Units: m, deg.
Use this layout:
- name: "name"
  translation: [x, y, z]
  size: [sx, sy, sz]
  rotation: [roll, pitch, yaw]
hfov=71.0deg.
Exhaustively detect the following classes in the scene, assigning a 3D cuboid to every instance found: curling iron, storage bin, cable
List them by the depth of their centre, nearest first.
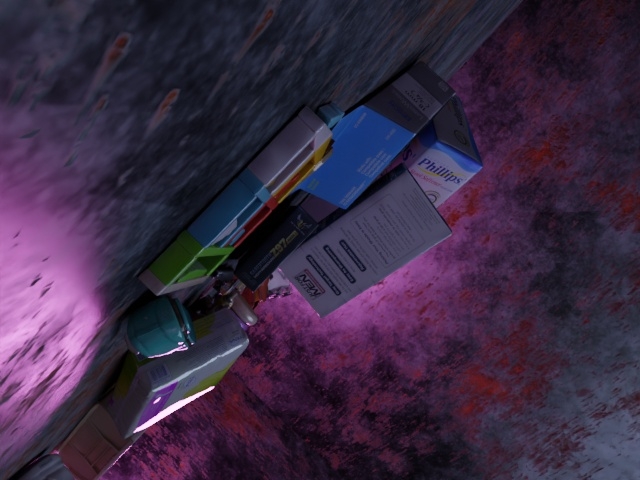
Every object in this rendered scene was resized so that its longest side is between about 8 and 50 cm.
- name: "curling iron"
  translation: [-0.205, 0.083, 0.958]
  size: [0.068, 0.035, 0.274]
  rotation: [-47, 180, -11]
- name: "cable"
  translation: [-0.301, 0.208, 1.063]
  size: [0.139, 0.072, 0.287]
  rotation: [-39, 175, -45]
- name: "storage bin"
  translation: [-0.481, 0.433, 1.127]
  size: [0.260, 0.123, 0.262]
  rotation: [-47, 180, 25]

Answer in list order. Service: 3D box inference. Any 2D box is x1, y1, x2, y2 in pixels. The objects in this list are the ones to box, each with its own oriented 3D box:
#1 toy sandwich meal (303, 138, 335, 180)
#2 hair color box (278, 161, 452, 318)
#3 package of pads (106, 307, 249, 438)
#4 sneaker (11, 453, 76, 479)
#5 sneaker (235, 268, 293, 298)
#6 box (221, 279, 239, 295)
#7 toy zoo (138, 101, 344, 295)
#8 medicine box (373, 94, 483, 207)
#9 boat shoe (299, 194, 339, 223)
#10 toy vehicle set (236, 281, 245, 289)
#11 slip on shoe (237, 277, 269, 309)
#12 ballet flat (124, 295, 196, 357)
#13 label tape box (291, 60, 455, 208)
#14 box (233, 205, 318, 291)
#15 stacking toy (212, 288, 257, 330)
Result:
- name: "toy sandwich meal"
  translation: [-0.013, -0.126, 0.693]
  size: [0.085, 0.029, 0.085]
  rotation: [-41, -169, 10]
- name: "hair color box"
  translation: [0.090, 0.003, 0.994]
  size: [0.347, 0.174, 0.105]
  rotation: [-35, -167, 15]
- name: "package of pads"
  translation: [-0.295, 0.275, 0.932]
  size: [0.229, 0.101, 0.296]
  rotation: [-21, 159, -43]
- name: "sneaker"
  translation: [-0.534, 0.509, 0.777]
  size: [0.114, 0.152, 0.305]
  rotation: [-44, 179, 17]
- name: "sneaker"
  translation: [-0.234, 0.153, 1.758]
  size: [0.122, 0.146, 0.330]
  rotation: [-20, 167, 22]
- name: "box"
  translation: [-0.221, 0.092, 1.233]
  size: [0.136, 0.028, 0.081]
  rotation: [-45, 180, 0]
- name: "toy zoo"
  translation: [-0.076, -0.056, 0.551]
  size: [0.293, 0.030, 0.192]
  rotation: [-46, 180, -2]
- name: "medicine box"
  translation: [0.228, -0.209, 1.127]
  size: [0.289, 0.149, 0.263]
  rotation: [-48, -148, 42]
- name: "boat shoe"
  translation: [-0.035, -0.040, 1.258]
  size: [0.306, 0.113, 0.105]
  rotation: [-44, -178, 8]
- name: "toy vehicle set"
  translation: [-0.172, 0.048, 1.393]
  size: [0.267, 0.035, 0.166]
  rotation: [-46, 180, -13]
- name: "slip on shoe"
  translation: [-0.221, 0.167, 1.537]
  size: [0.331, 0.101, 0.123]
  rotation: [-59, 174, 1]
- name: "ballet flat"
  translation: [-0.229, 0.126, 0.639]
  size: [0.087, 0.083, 0.247]
  rotation: [-21, 172, -17]
- name: "label tape box"
  translation: [0.096, -0.181, 0.868]
  size: [0.333, 0.106, 0.240]
  rotation: [-47, 180, -42]
- name: "box"
  translation: [-0.098, 0.008, 0.958]
  size: [0.183, 0.059, 0.233]
  rotation: [-45, -171, -2]
- name: "stacking toy"
  translation: [-0.351, 0.285, 1.312]
  size: [0.330, 0.141, 0.141]
  rotation: [-39, 179, -7]
